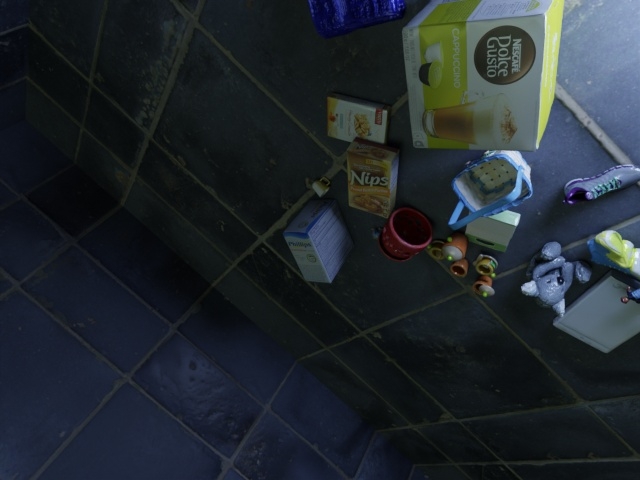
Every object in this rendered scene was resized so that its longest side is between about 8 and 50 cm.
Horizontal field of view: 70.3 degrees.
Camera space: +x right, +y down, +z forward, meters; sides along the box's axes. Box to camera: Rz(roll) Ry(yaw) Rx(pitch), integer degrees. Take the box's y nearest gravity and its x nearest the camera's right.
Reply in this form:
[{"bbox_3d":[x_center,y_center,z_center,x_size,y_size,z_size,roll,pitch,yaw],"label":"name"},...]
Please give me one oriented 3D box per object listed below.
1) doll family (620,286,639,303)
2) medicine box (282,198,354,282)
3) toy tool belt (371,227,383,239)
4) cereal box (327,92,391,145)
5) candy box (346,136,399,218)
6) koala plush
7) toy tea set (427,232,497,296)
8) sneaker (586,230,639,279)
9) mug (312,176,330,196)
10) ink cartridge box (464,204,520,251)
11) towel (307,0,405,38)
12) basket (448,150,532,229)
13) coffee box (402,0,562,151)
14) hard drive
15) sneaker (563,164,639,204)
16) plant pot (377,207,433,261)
[{"bbox_3d":[1.117,0.213,1.548,0.193,0.076,0.111,48,135,0],"label":"doll family"},{"bbox_3d":[0.000,0.000,2.080,0.149,0.263,0.289,0,128,36],"label":"medicine box"},{"bbox_3d":[0.268,-0.030,2.021,0.083,0.052,0.051,8,141,30],"label":"toy tool belt"},{"bbox_3d":[0.141,-0.447,1.714,0.240,0.047,0.173,20,139,20],"label":"cereal box"},{"bbox_3d":[0.205,-0.242,1.801,0.183,0.087,0.316,20,147,20],"label":"candy box"},{"bbox_3d":[0.836,0.163,1.657,0.196,0.221,0.203,34,141,3],"label":"koala plush"},{"bbox_3d":[0.589,0.113,1.854,0.336,0.124,0.200,38,147,0],"label":"toy tea set"},{"bbox_3d":[1.015,0.058,1.550,0.240,0.091,0.126,42,159,-6],"label":"sneaker"},{"bbox_3d":[0.003,-0.241,2.020,0.064,0.078,0.062,44,173,6],"label":"mug"},{"bbox_3d":[0.645,-0.049,1.727,0.171,0.056,0.235,20,162,20],"label":"ink cartridge box"},{"bbox_3d":[0.095,-0.769,1.418,0.308,0.076,0.227,3,130,35],"label":"towel"},{"bbox_3d":[0.551,-0.168,1.492,0.201,0.289,0.255,43,137,-15],"label":"basket"},{"bbox_3d":[0.450,-0.475,1.234,0.335,0.338,0.337,9,133,29],"label":"coffee box"},{"bbox_3d":[1.091,0.278,1.717,0.233,0.047,0.353,29,139,10],"label":"hard drive"},{"bbox_3d":[0.876,-0.160,1.413,0.224,0.098,0.083,-20,115,46],"label":"sneaker"},{"bbox_3d":[0.343,-0.013,1.878,0.191,0.191,0.174,33,146,5],"label":"plant pot"}]
